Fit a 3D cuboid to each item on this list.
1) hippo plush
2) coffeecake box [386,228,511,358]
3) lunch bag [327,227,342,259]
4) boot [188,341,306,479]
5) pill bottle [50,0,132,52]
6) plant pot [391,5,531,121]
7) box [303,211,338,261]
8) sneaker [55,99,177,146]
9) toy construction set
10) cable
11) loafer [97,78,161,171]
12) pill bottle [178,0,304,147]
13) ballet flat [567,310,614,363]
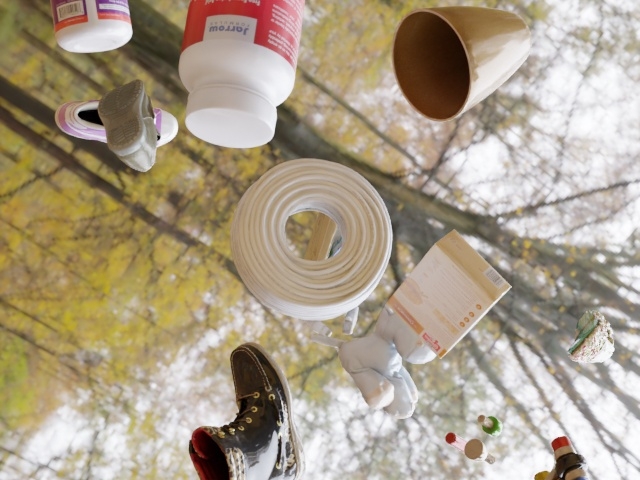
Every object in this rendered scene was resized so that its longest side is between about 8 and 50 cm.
[{"bbox_3d":[0.184,0.269,2.422,0.237,0.234,0.294,-51,-126,11],"label":"hippo plush"},{"bbox_3d":[0.223,0.097,1.723,0.068,0.142,0.185,-32,164,-44],"label":"coffeecake box"},{"bbox_3d":[0.051,-0.028,2.266,0.129,0.096,0.151,-31,144,-59],"label":"lunch bag"},{"bbox_3d":[-0.198,0.449,2.408,0.138,0.284,0.378,-22,-100,36],"label":"boot"},{"bbox_3d":[-0.560,-0.624,2.331,0.181,0.181,0.323,-12,-94,61],"label":"pill bottle"},{"bbox_3d":[0.323,-0.403,2.082,0.254,0.237,0.237,-24,-176,-31],"label":"plant pot"},{"bbox_3d":[0.000,0.000,1.854,0.164,0.021,0.201,-97,-158,-66],"label":"box"},{"bbox_3d":[-0.425,-0.256,2.155,0.161,0.282,0.102,2,-87,57],"label":"sneaker"},{"bbox_3d":[0.399,0.477,1.841,0.257,0.237,0.309,-51,-137,2],"label":"toy construction set"},{"bbox_3d":[-0.015,-0.004,1.546,0.257,0.257,0.089,-65,-178,-17],"label":"cable"},{"bbox_3d":[-0.340,-0.203,1.752,0.094,0.087,0.251,-22,-142,6],"label":"loafer"},{"bbox_3d":[-0.154,-0.402,1.923,0.229,0.229,0.408,-23,-125,54],"label":"pill bottle"},{"bbox_3d":[0.538,0.194,1.904,0.091,0.077,0.241,-52,172,22],"label":"ballet flat"}]
